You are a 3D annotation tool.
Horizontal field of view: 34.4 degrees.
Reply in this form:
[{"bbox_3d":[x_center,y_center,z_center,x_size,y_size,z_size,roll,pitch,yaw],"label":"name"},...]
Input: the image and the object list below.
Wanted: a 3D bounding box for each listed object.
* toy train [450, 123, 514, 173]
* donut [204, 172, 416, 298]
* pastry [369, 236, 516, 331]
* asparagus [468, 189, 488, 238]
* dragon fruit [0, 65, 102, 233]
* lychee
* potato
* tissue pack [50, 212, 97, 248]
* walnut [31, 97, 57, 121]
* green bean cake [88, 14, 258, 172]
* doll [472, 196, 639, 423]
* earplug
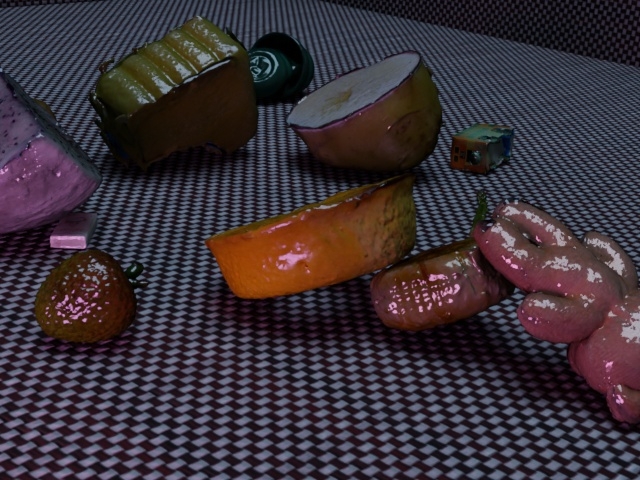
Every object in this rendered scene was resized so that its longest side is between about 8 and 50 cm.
[{"bbox_3d":[0.334,-0.193,2.137,0.099,0.072,0.188,16,24,26],"label":"toy train"},{"bbox_3d":[0.000,0.000,1.409,0.302,0.110,0.303,-17,4,1],"label":"donut"},{"bbox_3d":[0.164,0.057,1.366,0.192,0.093,0.182,-18,4,32],"label":"pastry"},{"bbox_3d":[0.280,-0.048,1.819,0.024,0.025,0.248,-34,10,21],"label":"asparagus"},{"bbox_3d":[-0.480,-0.104,1.582,0.221,0.204,0.283,-41,46,-7],"label":"dragon fruit"},{"bbox_3d":[-0.280,0.069,1.274,0.146,0.114,0.114,-22,30,-23],"label":"lychee"},{"bbox_3d":[0.098,-0.218,2.025,0.299,0.196,0.246,-17,27,25],"label":"potato"},{"bbox_3d":[-0.379,-0.017,1.596,0.056,0.023,0.108,2,21,-4],"label":"tissue pack"},{"bbox_3d":[-0.535,-0.192,1.867,0.137,0.137,0.245,2,17,-7],"label":"walnut"},{"bbox_3d":[-0.289,-0.261,1.981,0.310,0.285,0.202,-32,61,-22],"label":"green bean cake"},{"bbox_3d":[0.312,0.081,1.276,0.303,0.156,0.201,41,56,18],"label":"doll"},{"bbox_3d":[-0.144,-0.410,2.543,0.257,0.164,0.280,-25,-12,34],"label":"earplug"}]
